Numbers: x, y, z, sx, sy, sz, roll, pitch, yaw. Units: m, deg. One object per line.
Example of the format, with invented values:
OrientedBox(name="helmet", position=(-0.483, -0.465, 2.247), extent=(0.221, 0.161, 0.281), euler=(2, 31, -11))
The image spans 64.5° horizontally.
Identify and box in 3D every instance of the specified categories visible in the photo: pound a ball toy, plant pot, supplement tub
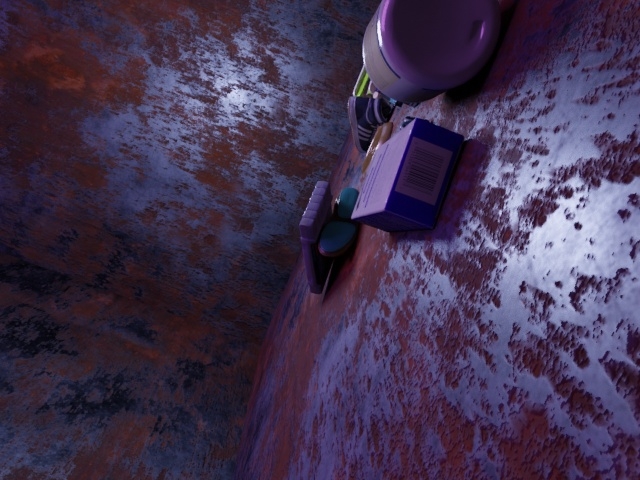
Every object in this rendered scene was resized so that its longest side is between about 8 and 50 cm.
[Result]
OrientedBox(name="pound a ball toy", position=(0.279, -0.703, 2.171), extent=(0.208, 0.136, 0.319), euler=(8, 76, 58))
OrientedBox(name="plant pot", position=(0.202, -0.328, 1.862), extent=(0.236, 0.032, 0.236), euler=(-159, 90, -83))
OrientedBox(name="supplement tub", position=(0.216, -0.424, 1.086), extent=(0.325, 0.236, 0.235), euler=(-111, 42, -81))

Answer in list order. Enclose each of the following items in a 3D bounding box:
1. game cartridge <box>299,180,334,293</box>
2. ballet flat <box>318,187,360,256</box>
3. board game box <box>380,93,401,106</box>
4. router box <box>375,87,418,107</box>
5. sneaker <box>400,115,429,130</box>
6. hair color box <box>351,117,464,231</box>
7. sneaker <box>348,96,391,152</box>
OrientedBox(name="game cartridge", position=(0.000, 0.000, 1.772), extent=(0.355, 0.068, 0.230), euler=(83, -163, -47))
OrientedBox(name="ballet flat", position=(0.072, -0.036, 1.717), extent=(0.342, 0.116, 0.124), euler=(-74, -12, -45))
OrientedBox(name="board game box", position=(0.277, -0.564, 1.844), extent=(0.186, 0.026, 0.126), euler=(-112, 42, -62))
OrientedBox(name="router box", position=(0.256, -0.505, 1.508), extent=(0.046, 0.133, 0.178), euler=(154, 137, -80))
OrientedBox(name="sneaker", position=(0.223, -0.229, 1.192), extent=(0.223, 0.083, 0.098), euler=(-57, -21, -67))
OrientedBox(name="hair color box", position=(0.169, -0.121, 1.078), extent=(0.339, 0.110, 0.185), euler=(-175, 105, -82))
OrientedBox(name="sneaker", position=(0.209, -0.454, 2.024), extent=(0.282, 0.153, 0.099), euler=(67, -148, -53))
